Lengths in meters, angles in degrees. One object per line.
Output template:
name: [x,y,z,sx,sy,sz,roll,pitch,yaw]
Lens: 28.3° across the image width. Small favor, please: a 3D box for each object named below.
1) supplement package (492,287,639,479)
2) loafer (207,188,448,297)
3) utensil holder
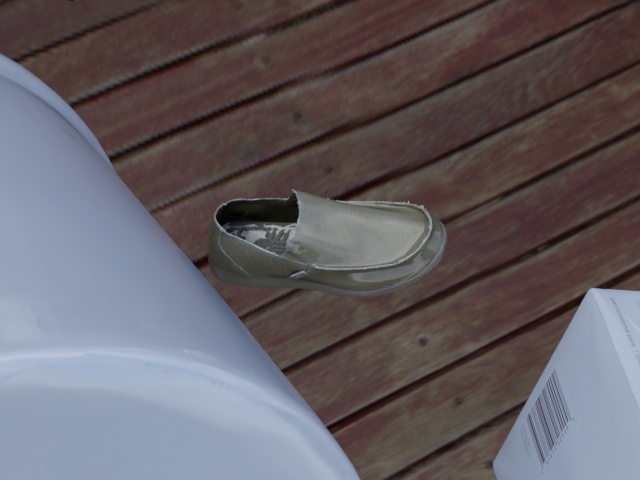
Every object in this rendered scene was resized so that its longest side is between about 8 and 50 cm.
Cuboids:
supplement package: [0.227,0.120,0.584,0.244,0.139,0.133,5,44,-16]
loafer: [0.000,0.000,0.748,0.148,0.050,0.056,-5,54,13]
utensil holder: [-0.187,0.098,0.604,0.328,0.385,0.327,-12,117,-24]
